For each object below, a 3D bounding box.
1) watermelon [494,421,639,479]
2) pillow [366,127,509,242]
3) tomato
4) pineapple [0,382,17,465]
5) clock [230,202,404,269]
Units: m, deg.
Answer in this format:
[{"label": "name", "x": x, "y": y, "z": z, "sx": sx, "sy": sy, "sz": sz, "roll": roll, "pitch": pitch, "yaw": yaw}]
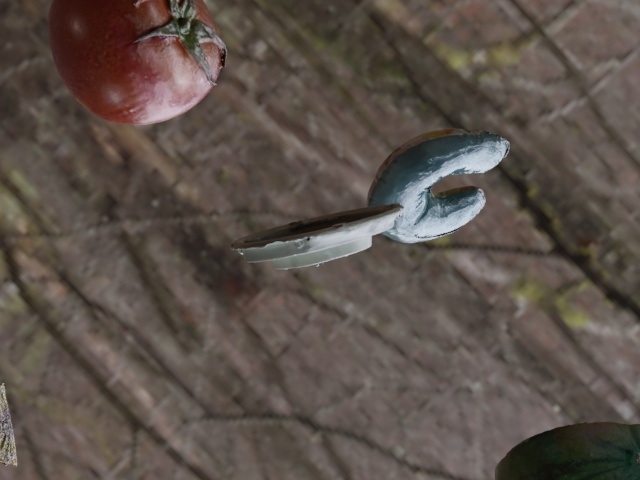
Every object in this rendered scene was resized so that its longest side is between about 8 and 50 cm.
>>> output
[{"label": "watermelon", "x": 0.314, "y": 0.309, "z": 1.795, "sx": 0.231, "sy": 0.128, "sz": 0.146, "roll": -30, "pitch": -140, "yaw": 37}, {"label": "pillow", "x": 0.178, "y": -0.082, "z": 2.357, "sx": 0.214, "sy": 0.086, "sz": 0.233, "roll": -5, "pitch": 138, "yaw": -19}, {"label": "tomato", "x": -0.182, "y": -0.188, "z": 1.428, "sx": 0.167, "sy": 0.167, "sz": 0.167, "roll": -43, "pitch": -175, "yaw": 5}, {"label": "pineapple", "x": -0.304, "y": 0.172, "z": 1.397, "sx": 0.019, "sy": 0.083, "sz": 0.045, "roll": -9, "pitch": 179, "yaw": 41}, {"label": "clock", "x": 0.000, "y": 0.000, "z": 1.991, "sx": 0.236, "sy": 0.053, "sz": 0.236, "roll": -12, "pitch": -174, "yaw": 1}]
